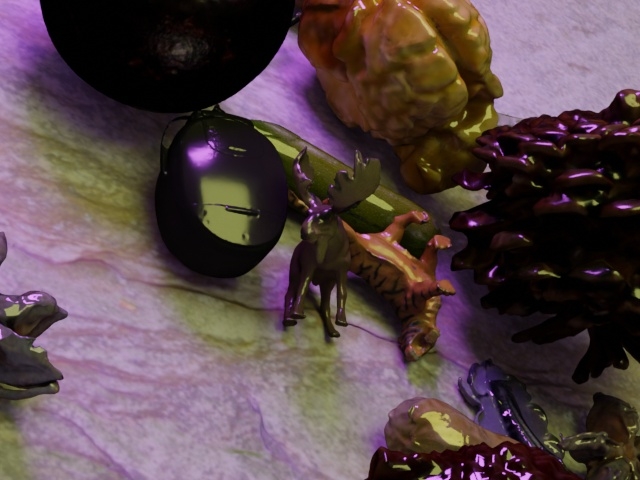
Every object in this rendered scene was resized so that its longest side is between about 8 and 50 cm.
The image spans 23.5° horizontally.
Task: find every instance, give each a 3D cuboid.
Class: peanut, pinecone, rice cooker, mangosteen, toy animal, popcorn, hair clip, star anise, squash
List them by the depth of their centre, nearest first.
[{"bbox_3d":[-0.338,0.078,1.401,0.236,0.093,0.229,14,44,-33],"label":"star anise"},{"bbox_3d":[0.162,0.241,1.673,0.214,0.099,0.099,27,39,-26],"label":"peanut"},{"bbox_3d":[0.000,0.000,1.674,0.093,0.214,0.186,10,76,-6],"label":"toy animal"},{"bbox_3d":[-0.112,-0.052,1.698,0.142,0.118,0.203,11,48,-23],"label":"rice cooker"},{"bbox_3d":[-0.186,-0.295,1.748,0.297,0.297,0.313,4,14,-38],"label":"mangosteen"},{"bbox_3d":[0.231,0.214,1.791,0.124,0.052,0.195,7,43,-44],"label":"hair clip"},{"bbox_3d":[0.058,0.014,1.797,0.255,0.116,0.114,39,33,4],"label":"toy animal"},{"bbox_3d":[0.363,0.269,1.819,0.172,0.063,0.208,58,27,3],"label":"star anise"},{"bbox_3d":[0.002,-0.064,1.839,0.331,0.087,0.087,29,39,-19],"label":"squash"},{"bbox_3d":[0.346,-0.008,1.857,0.397,0.398,0.398,23,40,-21],"label":"pinecone"},{"bbox_3d":[0.117,-0.225,1.967,0.225,0.265,0.332,-23,87,-19],"label":"popcorn"}]

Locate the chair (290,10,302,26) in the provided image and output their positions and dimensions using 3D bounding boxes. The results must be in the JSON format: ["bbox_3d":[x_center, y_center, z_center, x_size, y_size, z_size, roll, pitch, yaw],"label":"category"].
[{"bbox_3d":[-0.133,-0.395,1.996,0.260,0.141,0.154,45,37,23],"label":"chair"}]

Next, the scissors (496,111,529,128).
[{"bbox_3d":[0.236,-0.176,2.208,0.300,0.022,0.109,7,52,-37],"label":"scissors"}]

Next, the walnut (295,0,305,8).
[{"bbox_3d":[-0.003,-0.416,2.112,0.213,0.213,0.213,23,40,-21],"label":"walnut"}]

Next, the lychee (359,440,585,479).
[{"bbox_3d":[0.133,0.327,1.404,0.306,0.306,0.330,-39,109,-52],"label":"lychee"}]
